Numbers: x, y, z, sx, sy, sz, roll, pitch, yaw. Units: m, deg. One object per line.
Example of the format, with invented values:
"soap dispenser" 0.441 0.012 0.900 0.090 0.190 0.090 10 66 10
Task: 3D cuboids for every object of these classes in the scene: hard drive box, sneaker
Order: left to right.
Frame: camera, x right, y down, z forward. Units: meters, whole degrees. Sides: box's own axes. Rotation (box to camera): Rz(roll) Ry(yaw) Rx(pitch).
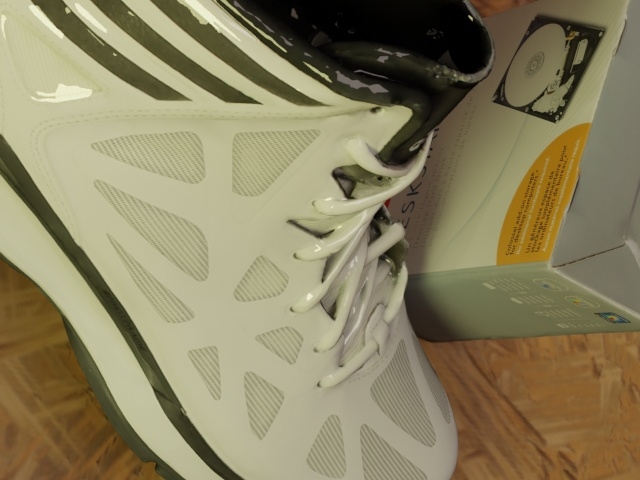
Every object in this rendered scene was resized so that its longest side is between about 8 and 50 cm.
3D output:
"sneaker" -0.001 0.001 0.875 0.447 0.257 0.169 48 46 -34
"hard drive box" 0.121 -0.040 1.032 0.089 0.232 0.181 26 73 -25
